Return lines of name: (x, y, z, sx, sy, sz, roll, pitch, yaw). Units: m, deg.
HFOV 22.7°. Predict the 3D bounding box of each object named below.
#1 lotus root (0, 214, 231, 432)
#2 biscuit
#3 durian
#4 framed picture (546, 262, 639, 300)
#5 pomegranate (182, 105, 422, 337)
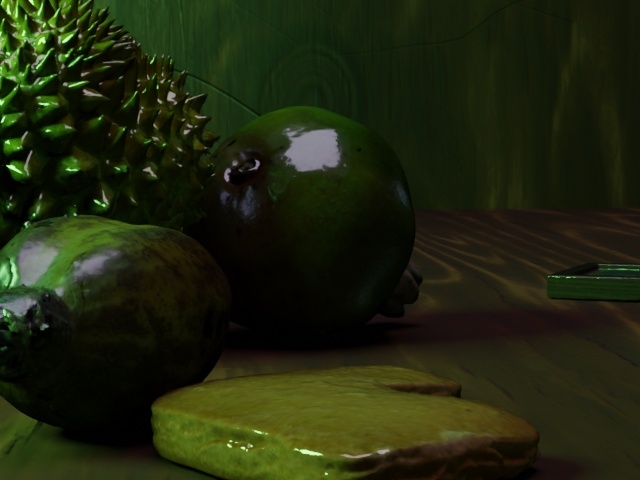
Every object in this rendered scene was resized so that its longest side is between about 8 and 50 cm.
lotus root: (-0.115, 0.044, 0.834, 0.120, 0.120, 0.209, 1, 6, 21)
biscuit: (0.025, 0.086, 0.761, 0.186, 0.036, 0.192, -2, 5, -38)
durian: (-0.214, -0.042, 1.102, 0.291, 0.291, 0.225, 0, 48, 5)
framed picture: (0.306, 0.038, 1.447, 0.168, 0.023, 0.128, 1, 5, 26)
pomegranate: (0.000, 0.000, 1.198, 0.180, 0.180, 0.209, 3, -22, 41)
